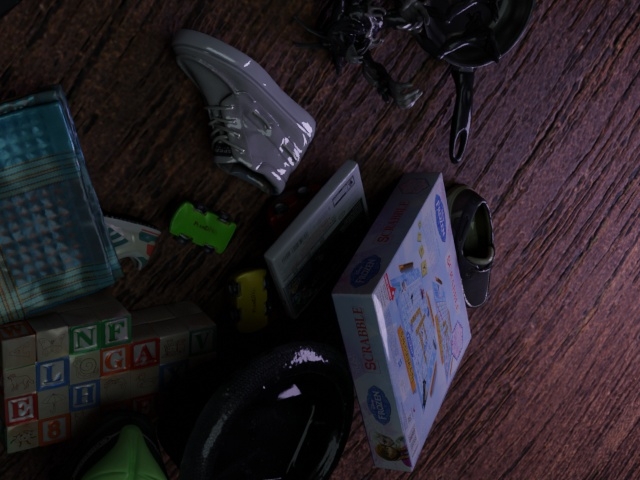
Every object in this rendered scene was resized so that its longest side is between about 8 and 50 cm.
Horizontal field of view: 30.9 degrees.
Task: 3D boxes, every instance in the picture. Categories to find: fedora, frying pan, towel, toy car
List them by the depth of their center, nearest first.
[{"bbox_3d":[-0.443,-0.004,1.382,0.370,0.040,0.271,-21,117,-13],"label":"towel"},{"bbox_3d":[-0.103,0.251,1.568,0.334,0.152,0.334,-31,133,-40],"label":"fedora"},{"bbox_3d":[-0.121,-0.005,1.613,0.225,0.053,0.239,25,96,-37],"label":"toy car"},{"bbox_3d":[0.239,-0.295,1.704,0.197,0.053,0.326,-25,124,-18],"label":"frying pan"}]

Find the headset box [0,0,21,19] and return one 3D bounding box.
[{"bbox_3d":[-0.473,-0.297,1.210,0.283,0.131,0.246,-43,126,-8],"label":"headset box"}]

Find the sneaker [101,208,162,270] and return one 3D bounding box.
[{"bbox_3d":[-0.286,-0.002,1.508,0.161,0.057,0.075,15,97,-39],"label":"sneaker"}]

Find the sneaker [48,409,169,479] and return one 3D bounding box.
[{"bbox_3d":[-0.305,0.414,1.579,0.185,0.202,0.483,17,128,-20],"label":"sneaker"}]

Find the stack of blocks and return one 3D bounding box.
[{"bbox_3d":[-0.292,0.161,1.559,0.297,0.087,0.171,-10,117,-29],"label":"stack of blocks"}]

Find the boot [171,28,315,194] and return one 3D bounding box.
[{"bbox_3d":[-0.111,-0.158,1.506,0.258,0.095,0.123,36,71,-39],"label":"boot"}]

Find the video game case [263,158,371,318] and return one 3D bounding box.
[{"bbox_3d":[0.000,0.000,1.646,0.190,0.022,0.173,-50,153,-19],"label":"video game case"}]

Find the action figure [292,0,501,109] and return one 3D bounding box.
[{"bbox_3d":[0.108,-0.276,1.552,0.275,0.141,0.164,-12,136,-11],"label":"action figure"}]

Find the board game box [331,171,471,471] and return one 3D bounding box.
[{"bbox_3d":[0.129,0.114,1.707,0.318,0.066,0.319,-55,140,-49],"label":"board game box"}]

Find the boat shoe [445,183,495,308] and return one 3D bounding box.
[{"bbox_3d":[0.240,0.020,1.835,0.080,0.073,0.224,-22,121,-22],"label":"boat shoe"}]
